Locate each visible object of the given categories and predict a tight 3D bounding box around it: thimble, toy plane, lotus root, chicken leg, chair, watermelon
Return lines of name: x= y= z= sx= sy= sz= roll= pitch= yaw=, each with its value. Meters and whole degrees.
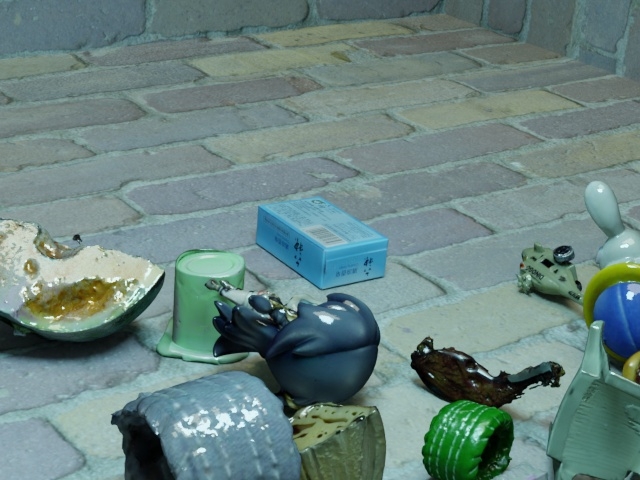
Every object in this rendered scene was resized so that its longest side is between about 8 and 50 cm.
thimble: x=-0.142 y=0.264 z=1.618 sx=0.172 sy=0.205 sz=0.236 roll=-9 pitch=27 yaw=-27
toy plane: x=0.427 y=0.081 z=2.333 sx=0.108 sy=0.092 sz=0.286 roll=-26 pitch=32 yaw=-15
lotus root: x=0.004 y=0.278 z=1.719 sx=0.159 sy=0.135 sz=0.095 roll=-12 pitch=24 yaw=-6
thimble: x=0.202 y=0.276 z=1.783 sx=0.090 sy=0.118 sz=0.130 roll=15 pitch=-2 yaw=32
chicken leg: x=0.246 y=0.203 z=1.964 sx=0.253 sy=0.106 sz=0.051 roll=3 pitch=26 yaw=35
chair: x=0.409 y=0.259 z=1.766 sx=0.191 sy=0.203 sz=0.274 roll=22 pitch=21 yaw=9
watermelon: x=-0.417 y=0.095 z=2.064 sx=0.322 sy=0.188 sz=0.175 roll=19 pitch=60 yaw=11

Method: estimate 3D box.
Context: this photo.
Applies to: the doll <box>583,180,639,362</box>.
doll: x=0.511 y=0.054 z=2.143 sx=0.160 sy=0.311 sz=0.242 roll=-11 pitch=22 yaw=39

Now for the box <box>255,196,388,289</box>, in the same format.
box: x=0.000 y=0.000 z=2.426 sx=0.143 sy=0.083 sz=0.232 roll=-11 pitch=27 yaw=-33

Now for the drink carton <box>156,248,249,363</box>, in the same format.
drink carton: x=-0.174 y=0.098 z=2.085 sx=0.144 sy=0.142 sz=0.146 roll=8 pitch=21 yaw=4

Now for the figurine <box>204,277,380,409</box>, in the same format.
figurine: x=-0.044 y=0.145 z=1.940 sx=0.265 sy=0.197 sz=0.175 roll=0 pitch=18 yaw=35

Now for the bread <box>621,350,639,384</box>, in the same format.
bread: x=0.521 y=0.211 z=1.997 sx=0.077 sy=0.116 sz=0.200 roll=16 pitch=25 yaw=35

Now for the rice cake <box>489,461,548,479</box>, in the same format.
rice cake: x=0.200 y=0.349 z=1.687 sx=0.049 sy=0.055 sz=0.270 roll=24 pitch=28 yaw=39
